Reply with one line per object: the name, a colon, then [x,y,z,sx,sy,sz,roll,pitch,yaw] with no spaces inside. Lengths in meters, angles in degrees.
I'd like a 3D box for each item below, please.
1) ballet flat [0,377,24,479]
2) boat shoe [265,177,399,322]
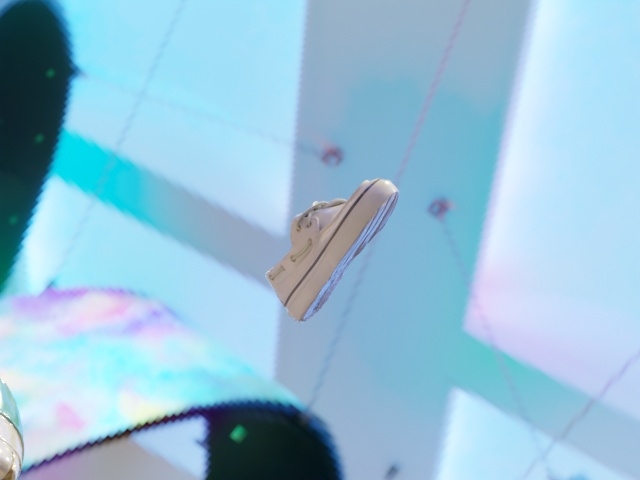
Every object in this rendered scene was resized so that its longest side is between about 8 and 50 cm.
ballet flat: [-0.265,0.200,1.417,0.083,0.247,0.087,32,-35,-27]
boat shoe: [0.000,0.000,1.937,0.076,0.083,0.226,44,-46,9]
